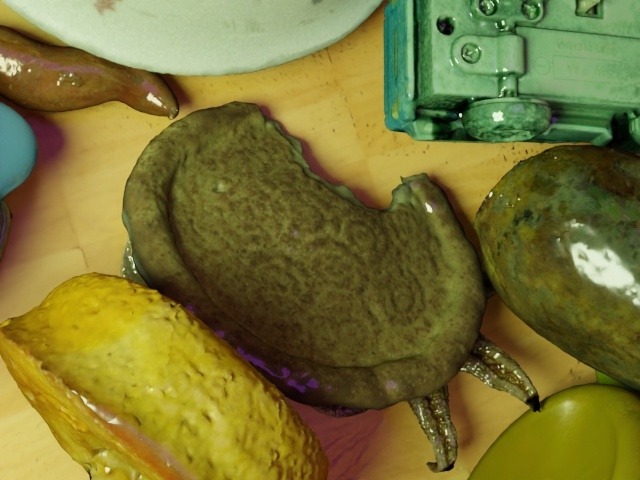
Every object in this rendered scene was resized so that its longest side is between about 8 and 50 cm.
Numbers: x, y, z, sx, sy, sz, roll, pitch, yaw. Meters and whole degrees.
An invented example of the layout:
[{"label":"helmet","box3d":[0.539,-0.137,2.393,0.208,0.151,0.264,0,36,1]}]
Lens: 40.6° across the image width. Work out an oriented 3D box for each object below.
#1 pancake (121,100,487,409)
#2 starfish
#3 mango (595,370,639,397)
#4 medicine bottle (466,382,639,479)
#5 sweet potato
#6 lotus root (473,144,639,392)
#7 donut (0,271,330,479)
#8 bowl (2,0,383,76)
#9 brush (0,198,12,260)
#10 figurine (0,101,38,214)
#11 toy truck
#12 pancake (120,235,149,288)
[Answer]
[{"label":"pancake","box3d":[0.000,0.000,0.668,0.286,0.033,0.288,-27,72,-37]},{"label":"starfish","box3d":[0.077,0.077,0.723,0.238,0.057,0.213,42,69,11]},{"label":"mango","box3d":[0.298,0.096,0.763,0.117,0.089,0.163,19,80,-10]},{"label":"medicine bottle","box3d":[0.299,0.305,0.675,0.384,0.224,0.224,38,76,-10]},{"label":"sweet potato","box3d":[-0.208,-0.128,0.660,0.202,0.055,0.058,11,125,-18]},{"label":"lotus root","box3d":[0.249,0.027,0.662,0.275,0.152,0.160,30,83,21]},{"label":"donut","box3d":[-0.108,0.126,0.572,0.253,0.253,0.118,40,67,-9]},{"label":"bowl","box3d":[-0.084,-0.357,0.620,0.435,0.196,0.434,4,77,-16]},{"label":"brush","box3d":[-0.292,0.123,0.628,0.085,0.020,0.336,15,81,-14]},{"label":"figurine","box3d":[-0.309,-0.025,0.568,0.180,0.154,0.262,9,67,10]},{"label":"toy truck","box3d":[0.193,-0.150,0.720,0.279,0.156,0.155,1,85,-16]},{"label":"pancake","box3d":[-0.083,0.026,0.689,0.152,0.025,0.151,1,84,-9]}]
